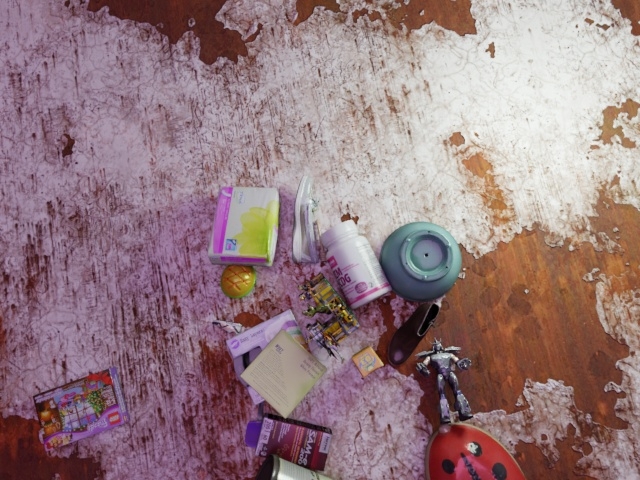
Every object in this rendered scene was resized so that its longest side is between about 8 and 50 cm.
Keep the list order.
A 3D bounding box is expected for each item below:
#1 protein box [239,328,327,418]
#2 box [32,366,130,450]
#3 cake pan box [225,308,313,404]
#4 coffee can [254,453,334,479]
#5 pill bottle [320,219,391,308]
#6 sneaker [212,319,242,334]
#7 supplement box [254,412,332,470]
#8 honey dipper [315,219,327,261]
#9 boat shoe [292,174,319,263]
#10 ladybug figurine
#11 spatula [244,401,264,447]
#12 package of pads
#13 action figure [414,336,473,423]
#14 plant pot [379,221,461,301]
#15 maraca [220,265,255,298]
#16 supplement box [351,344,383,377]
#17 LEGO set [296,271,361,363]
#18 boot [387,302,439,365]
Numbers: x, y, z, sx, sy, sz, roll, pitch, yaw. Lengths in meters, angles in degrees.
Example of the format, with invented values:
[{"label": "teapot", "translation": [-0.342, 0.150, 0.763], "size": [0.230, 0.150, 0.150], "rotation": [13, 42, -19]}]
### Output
[{"label": "protein box", "translation": [-0.121, 0.433, 1.668], "size": [0.199, 0.136, 0.201], "rotation": [41, 76, 5]}, {"label": "box", "translation": [-0.848, 0.595, 1.805], "size": [0.293, 0.057, 0.201], "rotation": [-20, 80, 0]}, {"label": "cake pan box", "translation": [-0.170, 0.406, 1.775], "size": [0.266, 0.070, 0.246], "rotation": [-24, 78, -11]}, {"label": "coffee can", "translation": [-0.069, 0.828, 1.612], "size": [0.275, 0.201, 0.202], "rotation": [26, 82, -9]}, {"label": "pill bottle", "translation": [0.118, 0.083, 1.784], "size": [0.160, 0.160, 0.283], "rotation": [-26, 79, -1]}, {"label": "sneaker", "translation": [-0.340, 0.312, 1.833], "size": [0.109, 0.040, 0.044], "rotation": [10, 83, 5]}, {"label": "supplement box", "translation": [-0.091, 0.681, 1.722], "size": [0.239, 0.073, 0.130], "rotation": [14, 83, -3]}, {"label": "honey dipper", "translation": [0.000, 0.000, 1.873], "size": [0.030, 0.030, 0.161], "rotation": [-12, 77, 1]}, {"label": "boat shoe", "translation": [-0.047, -0.076, 1.848], "size": [0.103, 0.118, 0.321], "rotation": [4, 84, -2]}, {"label": "ladybug figurine", "translation": [0.514, 0.803, 1.636], "size": [0.305, 0.162, 0.449], "rotation": [-34, 80, -2]}, {"label": "spatula", "translation": [-0.208, 0.573, 1.782], "size": [0.084, 0.030, 0.297], "rotation": [8, 77, -9]}, {"label": "package of pads", "translation": [-0.264, -0.054, 1.826], "size": [0.229, 0.101, 0.297], "rotation": [2, 64, 3]}, {"label": "action figure", "translation": [0.424, 0.462, 1.713], "size": [0.185, 0.099, 0.285], "rotation": [-13, 62, 5]}, {"label": "plant pot", "translation": [0.354, 0.062, 1.756], "size": [0.292, 0.196, 0.293], "rotation": [-1, 80, 4]}, {"label": "maraca", "translation": [-0.293, 0.122, 1.836], "size": [0.127, 0.099, 0.186], "rotation": [8, 63, 3]}, {"label": "supplement box", "translation": [0.154, 0.399, 1.690], "size": [0.078, 0.233, 0.080], "rotation": [-32, 80, -3]}, {"label": "LEGO set", "translation": [-0.006, 0.254, 1.703], "size": [0.192, 0.331, 0.255], "rotation": [-38, 101, -2]}, {"label": "boot", "translation": [0.308, 0.314, 1.709], "size": [0.090, 0.207, 0.249], "rotation": [33, 84, 8]}]
